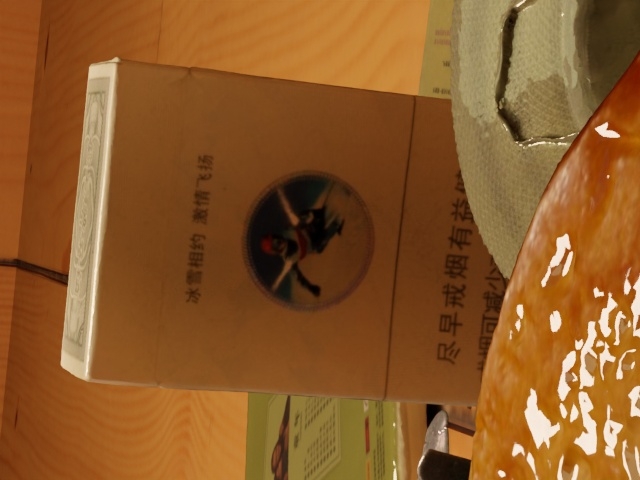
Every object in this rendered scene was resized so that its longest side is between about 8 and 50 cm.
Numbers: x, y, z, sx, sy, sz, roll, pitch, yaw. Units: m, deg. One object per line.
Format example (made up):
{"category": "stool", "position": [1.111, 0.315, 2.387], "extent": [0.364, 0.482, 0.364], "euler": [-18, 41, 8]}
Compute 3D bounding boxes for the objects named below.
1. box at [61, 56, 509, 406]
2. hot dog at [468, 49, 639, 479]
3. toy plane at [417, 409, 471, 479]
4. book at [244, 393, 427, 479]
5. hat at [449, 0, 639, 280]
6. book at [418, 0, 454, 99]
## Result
{"category": "box", "position": [0.000, 0.000, 0.956], "extent": [0.069, 0.256, 0.164], "euler": [-170, 85, -71]}
{"category": "hot dog", "position": [0.181, 0.007, 0.495], "extent": [0.405, 0.185, 0.223], "euler": [131, 140, -61]}
{"category": "toy plane", "position": [0.061, 0.238, 0.955], "extent": [0.212, 0.088, 0.267], "euler": [-120, 45, -64]}
{"category": "book", "position": [0.004, 0.125, 1.285], "extent": [0.352, 0.035, 0.239], "euler": [126, 147, -60]}
{"category": "hat", "position": [0.152, -0.093, 0.745], "extent": [0.252, 0.110, 0.252], "euler": [-177, 90, -70]}
{"category": "book", "position": [0.095, -0.128, 1.102], "extent": [0.168, 0.013, 0.192], "euler": [-154, 70, -72]}
